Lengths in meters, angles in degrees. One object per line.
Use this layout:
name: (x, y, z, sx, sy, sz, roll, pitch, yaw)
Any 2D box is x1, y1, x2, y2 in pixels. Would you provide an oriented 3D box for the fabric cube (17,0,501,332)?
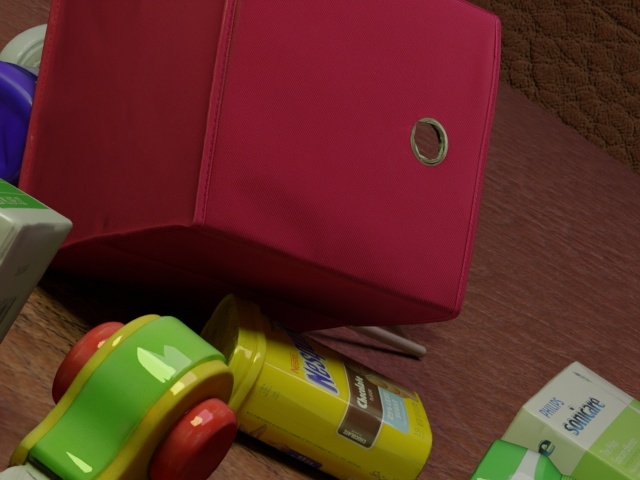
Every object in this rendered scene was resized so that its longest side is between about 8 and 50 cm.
fabric cube: (-0.050, -0.083, 1.535, 0.258, 0.254, 0.259, 20, -17, -37)

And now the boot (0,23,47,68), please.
boot: (-0.193, -0.134, 1.898, 0.123, 0.095, 0.258, 30, 12, 26)

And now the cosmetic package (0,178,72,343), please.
cosmetic package: (-0.348, -0.040, 1.148, 0.365, 0.155, 0.197, 32, 2, 0)

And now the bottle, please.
bottle: (-0.218, -0.092, 1.709, 0.118, 0.092, 0.283, 38, 12, 16)

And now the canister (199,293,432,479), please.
canister: (-0.008, 0.119, 1.486, 0.170, 0.073, 0.126, 28, 15, -15)

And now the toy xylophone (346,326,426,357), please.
toy xylophone: (0.000, 0.000, 1.844, 0.323, 0.081, 0.236, 18, 20, -50)

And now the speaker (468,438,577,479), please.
speaker: (0.217, 0.260, 1.358, 0.296, 0.131, 0.131, 32, 15, 7)

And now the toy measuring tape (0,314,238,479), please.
toy measuring tape: (-0.136, 0.108, 1.204, 0.121, 0.121, 0.330, 35, 16, 18)

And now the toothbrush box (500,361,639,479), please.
toothbrush box: (0.267, 0.232, 1.547, 0.283, 0.122, 0.206, 34, 16, 11)
